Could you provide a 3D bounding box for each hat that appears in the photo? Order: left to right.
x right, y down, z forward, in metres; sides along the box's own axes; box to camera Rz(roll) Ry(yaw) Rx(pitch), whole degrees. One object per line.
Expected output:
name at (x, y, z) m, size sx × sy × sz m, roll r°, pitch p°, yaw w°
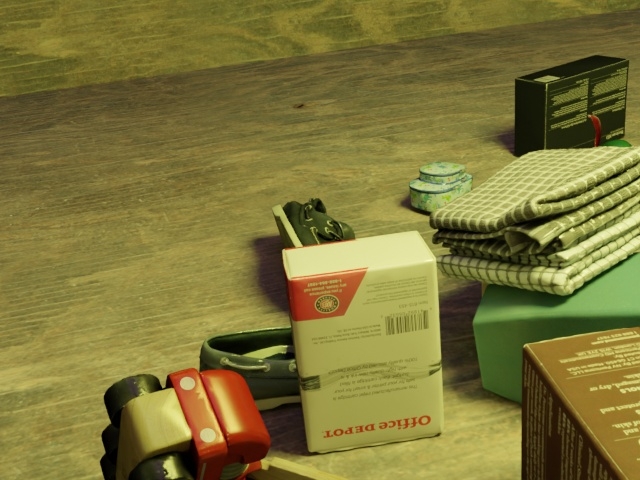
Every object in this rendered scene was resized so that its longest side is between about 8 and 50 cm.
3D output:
hat at (0.580, -0.194, 1.666) m, size 0.173 × 0.183 × 0.208 m, roll -4°, pitch 25°, yaw 2°

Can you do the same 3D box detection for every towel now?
towel at (0.310, -0.044, 1.137) m, size 0.284 × 0.121 × 0.235 m, roll -26°, pitch 17°, yaw -28°

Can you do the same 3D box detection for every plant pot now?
plant pot at (0.323, 0.123, 1.075) m, size 0.235 × 0.165 × 0.165 m, roll -3°, pitch 24°, yaw 23°

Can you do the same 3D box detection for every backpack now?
backpack at (0.233, -0.107, 1.672) m, size 0.114 × 0.084 × 0.105 m, roll -29°, pitch 31°, yaw -36°

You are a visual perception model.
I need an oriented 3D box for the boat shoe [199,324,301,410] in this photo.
boat shoe at (-0.009, 0.151, 1.144) m, size 0.320 × 0.099 × 0.116 m, roll -10°, pitch 24°, yaw -10°

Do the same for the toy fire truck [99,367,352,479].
toy fire truck at (-0.085, 0.231, 0.880) m, size 0.247 × 0.217 × 0.158 m, roll -12°, pitch 54°, yaw -25°

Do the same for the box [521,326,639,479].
box at (0.310, 0.253, 0.750) m, size 0.143 × 0.191 × 0.381 m, roll -8°, pitch 25°, yaw -5°

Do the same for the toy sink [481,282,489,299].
toy sink at (0.360, 0.011, 1.332) m, size 0.153 × 0.131 × 0.234 m, roll 8°, pitch 28°, yaw 27°

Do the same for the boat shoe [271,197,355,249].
boat shoe at (0.001, 0.004, 1.433) m, size 0.113 × 0.127 × 0.340 m, roll -21°, pitch 17°, yaw -5°

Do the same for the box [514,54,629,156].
box at (0.561, -0.296, 1.892) m, size 0.261 × 0.184 × 0.103 m, roll -19°, pitch 26°, yaw -28°

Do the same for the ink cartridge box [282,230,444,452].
ink cartridge box at (0.053, 0.124, 1.030) m, size 0.172 × 0.237 × 0.100 m, roll -8°, pitch 22°, yaw -4°
